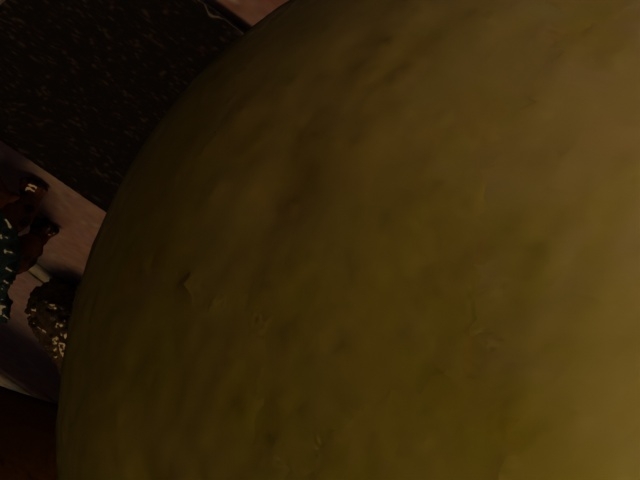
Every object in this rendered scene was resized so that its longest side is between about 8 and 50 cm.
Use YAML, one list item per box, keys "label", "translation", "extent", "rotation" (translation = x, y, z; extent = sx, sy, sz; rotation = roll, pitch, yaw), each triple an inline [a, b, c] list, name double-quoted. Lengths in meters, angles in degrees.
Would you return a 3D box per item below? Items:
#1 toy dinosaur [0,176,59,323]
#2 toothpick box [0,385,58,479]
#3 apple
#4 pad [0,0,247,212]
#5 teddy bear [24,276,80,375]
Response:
- label: "toy dinosaur"
  translation: [-0.158, 0.001, 0.907]
  extent: [0.049, 0.055, 0.154]
  rotation: [22, 153, 6]
- label: "toothpick box"
  translation: [-0.235, 0.128, 1.094]
  extent: [0.294, 0.192, 0.192]
  rotation: [30, 157, -17]
- label: "apple"
  translation: [0.068, 0.060, 0.535]
  extent: [0.292, 0.254, 0.292]
  rotation: [25, 151, 14]
- label: "pad"
  translation: [0.000, 0.000, 0.792]
  extent: [0.330, 0.004, 0.220]
  rotation: [36, 155, -15]
- label: "teddy bear"
  translation: [-0.083, 0.087, 0.966]
  extent: [0.160, 0.078, 0.119]
  rotation: [40, 150, -22]
